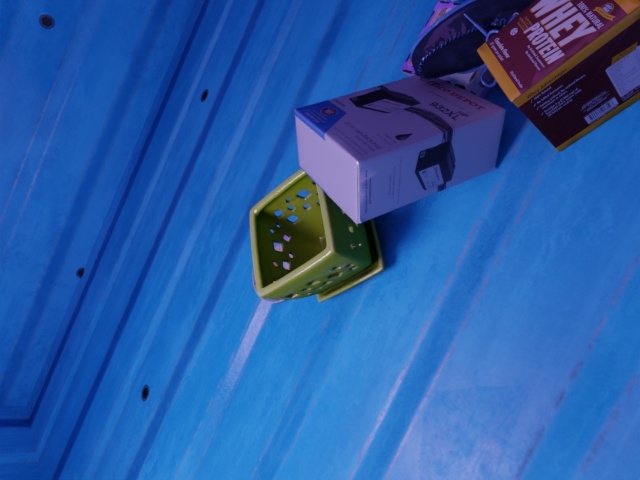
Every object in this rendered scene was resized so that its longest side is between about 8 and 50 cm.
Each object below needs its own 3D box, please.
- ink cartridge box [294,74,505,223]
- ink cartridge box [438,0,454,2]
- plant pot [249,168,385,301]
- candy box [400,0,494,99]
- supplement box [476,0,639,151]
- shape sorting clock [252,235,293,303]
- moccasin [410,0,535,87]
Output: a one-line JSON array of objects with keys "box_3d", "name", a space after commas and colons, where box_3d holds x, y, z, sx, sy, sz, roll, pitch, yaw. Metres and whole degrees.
[{"box_3d": [0.139, -0.184, 0.871, 0.223, 0.307, 0.129, 48, 152, 44], "name": "ink cartridge box"}, {"box_3d": [0.313, -0.581, 1.034, 0.122, 0.052, 0.089, 6, 80, 48], "name": "ink cartridge box"}, {"box_3d": [0.000, 0.000, 1.024, 0.227, 0.207, 0.229, -33, 54, 34], "name": "plant pot"}, {"box_3d": [0.287, -0.391, 0.976, 0.196, 0.070, 0.165, 41, 105, 46], "name": "candy box"}, {"box_3d": [0.390, -0.274, 0.733, 0.191, 0.194, 0.129, -37, 51, 30], "name": "supplement box"}, {"box_3d": [-0.108, 0.061, 1.234, 0.206, 0.040, 0.207, -18, 63, 41], "name": "shape sorting clock"}, {"box_3d": [0.324, -0.356, 0.803, 0.341, 0.137, 0.117, -21, 70, 18], "name": "moccasin"}]
